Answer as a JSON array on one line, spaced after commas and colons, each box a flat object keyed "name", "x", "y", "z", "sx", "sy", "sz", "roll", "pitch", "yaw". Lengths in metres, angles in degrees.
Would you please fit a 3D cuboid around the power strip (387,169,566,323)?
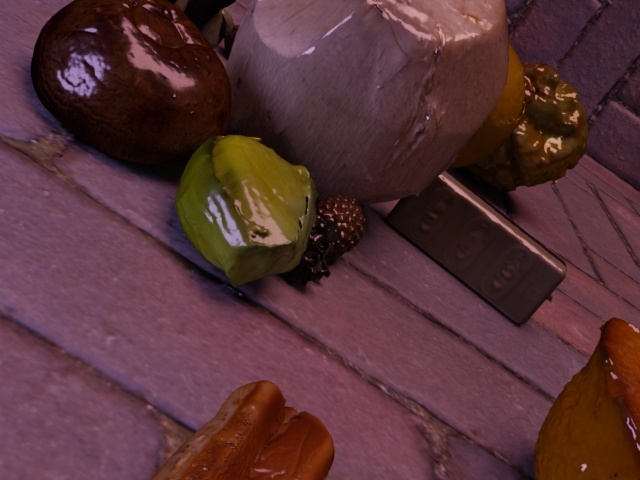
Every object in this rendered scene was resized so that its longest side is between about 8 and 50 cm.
[{"name": "power strip", "x": 0.224, "y": 0.005, "z": 1.214, "sx": 0.256, "sy": 0.105, "sz": 0.070, "roll": 38, "pitch": 22, "yaw": 5}]

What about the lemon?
[{"name": "lemon", "x": 0.225, "y": -0.265, "z": 1.537, "sx": 0.297, "sy": 0.297, "sz": 0.297, "roll": 31, "pitch": 22, "yaw": -14}]

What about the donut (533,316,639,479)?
[{"name": "donut", "x": 0.371, "y": 0.292, "z": 0.757, "sx": 0.435, "sy": 0.163, "sz": 0.378, "roll": 35, "pitch": 27, "yaw": -5}]

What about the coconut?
[{"name": "coconut", "x": 0.048, "y": -0.209, "z": 1.105, "sx": 0.346, "sy": 0.360, "sz": 0.346, "roll": 13, "pitch": 54, "yaw": -19}]

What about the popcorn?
[{"name": "popcorn", "x": 0.393, "y": -0.225, "z": 1.754, "sx": 0.282, "sy": 0.282, "sz": 0.247, "roll": -97, "pitch": 161, "yaw": -62}]

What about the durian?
[{"name": "durian", "x": -0.072, "y": -0.039, "z": 0.856, "sx": 0.139, "sy": 0.101, "sz": 0.250, "roll": 30, "pitch": 19, "yaw": -18}]

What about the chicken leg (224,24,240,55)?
[{"name": "chicken leg", "x": -0.072, "y": -0.303, "z": 1.452, "sx": 0.196, "sy": 0.080, "sz": 0.125, "roll": 33, "pitch": 9, "yaw": -11}]

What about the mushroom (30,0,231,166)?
[{"name": "mushroom", "x": -0.196, "y": -0.182, "z": 0.912, "sx": 0.231, "sy": 0.138, "sz": 0.194, "roll": 42, "pitch": 22, "yaw": 14}]

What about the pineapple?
[{"name": "pineapple", "x": 0.000, "y": 0.000, "z": 0.939, "sx": 0.074, "sy": 0.074, "sz": 0.159, "roll": 37, "pitch": 28, "yaw": 3}]

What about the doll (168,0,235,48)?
[{"name": "doll", "x": -0.220, "y": -0.359, "z": 1.261, "sx": 0.143, "sy": 0.135, "sz": 0.234, "roll": 42, "pitch": 16, "yaw": 31}]

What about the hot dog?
[{"name": "hot dog", "x": -0.051, "y": 0.157, "z": 0.529, "sx": 0.092, "sy": 0.062, "sz": 0.235, "roll": 38, "pitch": 24, "yaw": 6}]
